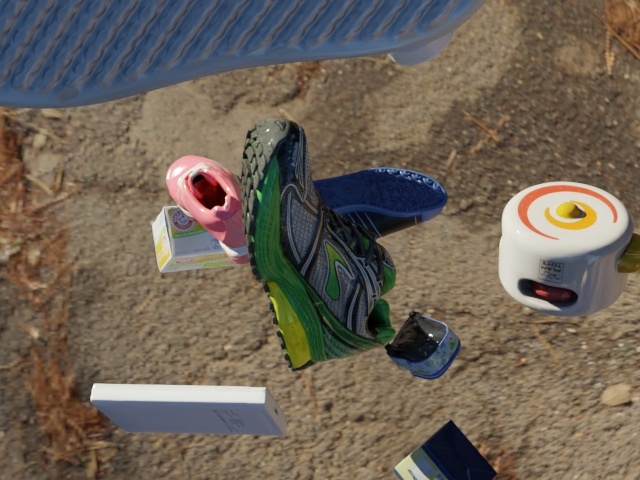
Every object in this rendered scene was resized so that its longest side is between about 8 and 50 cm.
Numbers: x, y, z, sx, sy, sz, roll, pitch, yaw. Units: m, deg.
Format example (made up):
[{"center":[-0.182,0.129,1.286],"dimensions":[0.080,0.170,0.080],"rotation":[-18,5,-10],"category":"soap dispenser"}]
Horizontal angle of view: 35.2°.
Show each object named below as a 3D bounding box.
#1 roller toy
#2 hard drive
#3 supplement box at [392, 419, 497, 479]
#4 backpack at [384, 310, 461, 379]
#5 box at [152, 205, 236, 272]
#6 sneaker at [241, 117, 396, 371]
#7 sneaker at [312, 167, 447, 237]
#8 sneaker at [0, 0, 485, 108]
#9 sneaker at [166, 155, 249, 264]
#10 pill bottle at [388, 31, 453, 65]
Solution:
[{"center":[0.366,0.007,1.503],"dimensions":[0.191,0.146,0.209],"rotation":[-16,39,-14],"category":"roller toy"},{"center":[-0.229,0.305,1.806],"dimensions":[0.308,0.203,0.040],"rotation":[0,64,9],"category":"hard drive"},{"center":[0.144,0.271,1.179],"dimensions":[0.083,0.056,0.083],"rotation":[50,140,11],"category":"supplement box"},{"center":[0.188,0.190,1.759],"dimensions":[0.105,0.084,0.114],"rotation":[-52,28,-17],"category":"backpack"},{"center":[-0.215,-0.009,1.976],"dimensions":[0.114,0.203,0.103],"rotation":[137,124,-64],"category":"box"},{"center":[0.000,0.000,1.095],"dimensions":[0.146,0.343,0.134],"rotation":[-12,46,5],"category":"sneaker"},{"center":[0.041,-0.030,1.263],"dimensions":[0.232,0.090,0.081],"rotation":[-5,52,-12],"category":"sneaker"},{"center":[-0.096,-0.150,0.546],"dimensions":[0.366,0.150,0.135],"rotation":[-1,109,-10],"category":"sneaker"},{"center":[-0.186,-0.089,1.700],"dimensions":[0.116,0.136,0.314],"rotation":[-42,42,-7],"category":"sneaker"},{"center":[0.091,-0.334,1.314],"dimensions":[0.119,0.208,0.119],"rotation":[-19,46,21],"category":"pill bottle"}]
